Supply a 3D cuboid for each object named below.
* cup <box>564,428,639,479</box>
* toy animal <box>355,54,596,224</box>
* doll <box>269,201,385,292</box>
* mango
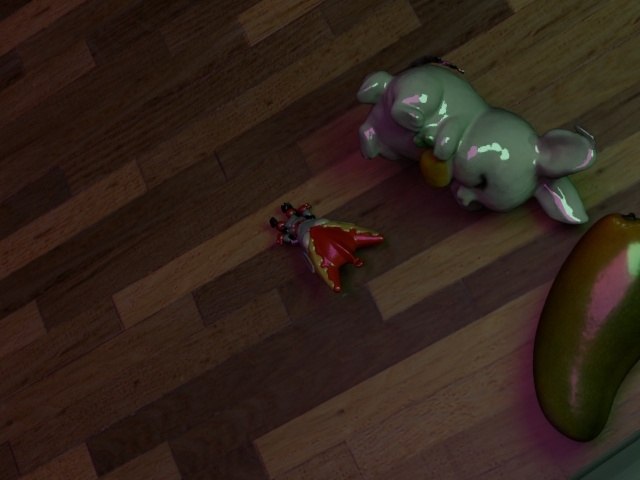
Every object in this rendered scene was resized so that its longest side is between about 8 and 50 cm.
[{"bbox_3d":[0.380,0.394,1.218,0.326,0.237,0.323,-35,60,-1],"label":"cup"},{"bbox_3d":[0.210,-0.130,1.458,0.325,0.208,0.154,14,58,19],"label":"toy animal"},{"bbox_3d":[0.000,0.000,1.583,0.169,0.057,0.109,29,71,38],"label":"doll"},{"bbox_3d":[0.351,0.104,1.385,0.146,0.129,0.289,30,92,14],"label":"mango"}]
